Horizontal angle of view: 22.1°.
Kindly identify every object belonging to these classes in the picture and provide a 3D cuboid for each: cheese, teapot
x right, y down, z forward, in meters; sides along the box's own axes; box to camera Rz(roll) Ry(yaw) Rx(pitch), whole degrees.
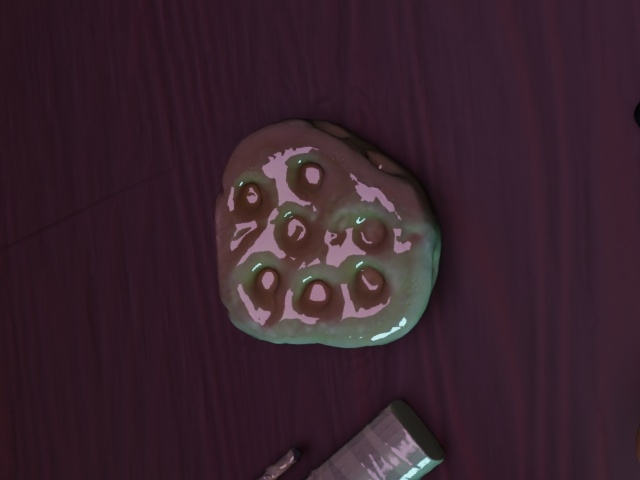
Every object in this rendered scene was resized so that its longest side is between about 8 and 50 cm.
[{"bbox_3d":[0.000,0.000,1.542,0.218,0.117,0.235,-35,86,15],"label":"cheese"},{"bbox_3d":[0.011,0.233,1.575,0.200,0.077,0.107,-43,80,13],"label":"teapot"}]

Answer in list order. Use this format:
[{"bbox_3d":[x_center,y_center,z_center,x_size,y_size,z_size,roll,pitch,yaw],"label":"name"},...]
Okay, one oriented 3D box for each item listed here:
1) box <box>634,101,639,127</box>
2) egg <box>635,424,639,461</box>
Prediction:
[{"bbox_3d":[0.414,-0.131,1.463,0.230,0.050,0.160,-42,81,14],"label":"box"},{"bbox_3d":[0.390,0.160,1.414,0.201,0.201,0.244,44,101,7],"label":"egg"}]
